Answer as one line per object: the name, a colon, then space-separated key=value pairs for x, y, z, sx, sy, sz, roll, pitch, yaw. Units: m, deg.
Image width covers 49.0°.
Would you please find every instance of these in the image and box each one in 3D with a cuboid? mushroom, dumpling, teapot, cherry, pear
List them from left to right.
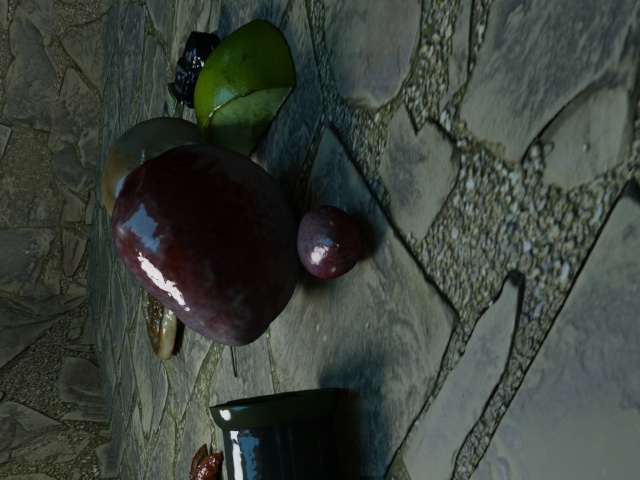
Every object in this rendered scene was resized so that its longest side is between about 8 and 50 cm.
mushroom: x=-0.329 y=-0.107 z=1.550 sx=0.290 sy=0.292 sz=0.293 roll=82 pitch=169 yaw=-54
dumpling: x=-0.259 y=-0.146 z=1.352 sx=0.111 sy=0.181 sz=0.155 roll=-37 pitch=47 yaw=11
cherry: x=-0.178 y=0.002 z=1.189 sx=0.291 sy=0.335 sz=0.326 roll=-45 pitch=-1 yaw=10
pear: x=-0.167 y=-0.317 z=1.346 sx=0.288 sy=0.139 sz=0.239 roll=136 pitch=137 yaw=-55
teapot: x=-0.047 y=0.403 z=1.070 sx=0.270 sy=0.200 sz=0.337 roll=85 pitch=178 yaw=-81
cherry: x=0.000 y=0.000 z=1.052 sx=0.225 sy=0.090 sz=0.107 roll=-172 pitch=66 yaw=-73

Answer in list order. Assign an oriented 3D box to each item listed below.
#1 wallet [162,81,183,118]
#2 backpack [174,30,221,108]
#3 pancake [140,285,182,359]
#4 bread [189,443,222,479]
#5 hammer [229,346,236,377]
wallet: x=-0.419 y=-0.349 z=1.965 sx=0.110 sy=0.039 sz=0.155 roll=-117 pitch=34 yaw=-44
backpack: x=-0.275 y=-0.386 z=1.582 sx=0.120 sy=0.105 sz=0.165 roll=-117 pitch=32 yaw=-50
pancake: x=-0.473 y=0.152 z=2.067 sx=0.382 sy=0.071 sz=0.383 roll=178 pitch=90 yaw=-64
bread: x=-0.287 y=0.629 z=1.671 sx=0.139 sy=0.095 sz=0.269 roll=-12 pitch=76 yaw=57
hammer: x=-0.196 y=0.248 z=1.554 sx=0.035 sy=0.019 sz=0.110 roll=-23 pitch=76 yaw=63
